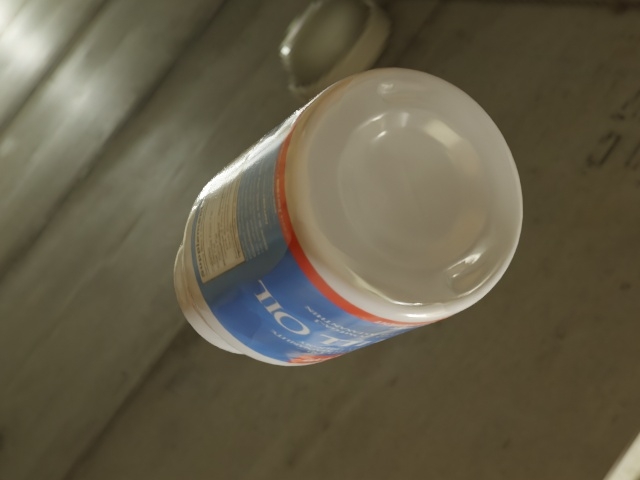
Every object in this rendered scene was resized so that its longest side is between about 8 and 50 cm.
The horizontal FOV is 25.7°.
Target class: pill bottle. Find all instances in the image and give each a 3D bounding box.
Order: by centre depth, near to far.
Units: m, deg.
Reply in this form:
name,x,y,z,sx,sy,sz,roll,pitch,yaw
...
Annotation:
name,x,y,z,sx,sy,sz,roll,pitch,yaw
pill bottle,0.000,0.000,0.742,0.124,0.124,0.221,36,156,-11
